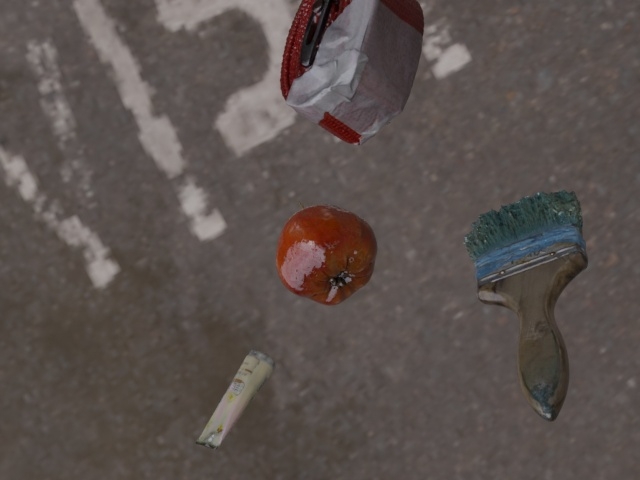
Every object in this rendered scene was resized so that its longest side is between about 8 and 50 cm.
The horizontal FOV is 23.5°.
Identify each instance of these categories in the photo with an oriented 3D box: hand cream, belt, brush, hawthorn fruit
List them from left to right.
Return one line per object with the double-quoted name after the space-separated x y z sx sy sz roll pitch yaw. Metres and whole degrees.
-0.109 0.202 1.945 0.039 0.143 0.061 44 158 -26 "hand cream"
0.005 0.008 1.850 0.125 0.125 0.140 -19 78 46 "hawthorn fruit"
0.030 -0.221 1.750 0.128 0.124 0.201 -1 67 43 "belt"
0.110 0.032 0.798 0.070 0.196 0.021 -21 117 14 "brush"
